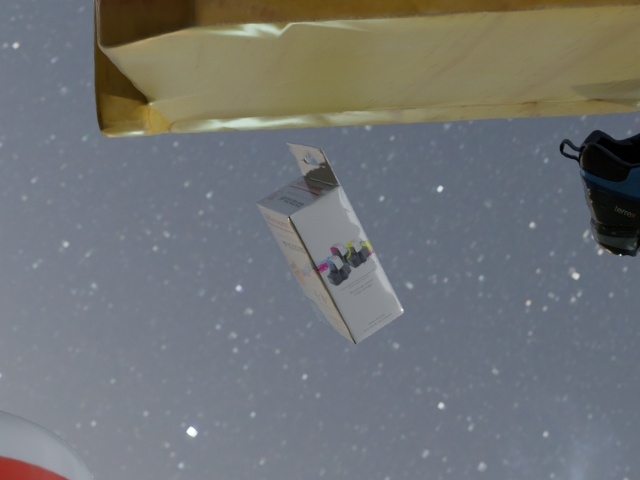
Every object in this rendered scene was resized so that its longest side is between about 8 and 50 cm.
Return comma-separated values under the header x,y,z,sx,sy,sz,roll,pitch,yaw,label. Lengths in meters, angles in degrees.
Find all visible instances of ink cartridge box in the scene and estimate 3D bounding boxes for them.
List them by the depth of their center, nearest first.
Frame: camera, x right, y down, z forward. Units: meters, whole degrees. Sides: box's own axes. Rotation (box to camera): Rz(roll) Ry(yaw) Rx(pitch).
x,y,z,sx,sy,sz,roll,pitch,yaw,label
0.000,0.000,1.113,0.181,0.062,0.104,63,-15,-17,ink cartridge box

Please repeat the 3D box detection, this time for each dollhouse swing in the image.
x,y,z,sx,sy,sz,roll,pitch,yaw,label
0.050,-0.193,0.593,0.347,0.315,0.305,-3,-16,-1,dollhouse swing

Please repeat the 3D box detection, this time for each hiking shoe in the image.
x,y,z,sx,sy,sz,roll,pitch,yaw,label
0.400,-0.086,1.126,0.304,0.113,0.132,-21,-67,11,hiking shoe

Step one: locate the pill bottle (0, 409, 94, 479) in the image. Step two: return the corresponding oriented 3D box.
x,y,z,sx,sy,sz,roll,pitch,yaw,label
-0.152,0.229,0.396,0.182,0.323,0.181,-10,-35,-7,pill bottle
